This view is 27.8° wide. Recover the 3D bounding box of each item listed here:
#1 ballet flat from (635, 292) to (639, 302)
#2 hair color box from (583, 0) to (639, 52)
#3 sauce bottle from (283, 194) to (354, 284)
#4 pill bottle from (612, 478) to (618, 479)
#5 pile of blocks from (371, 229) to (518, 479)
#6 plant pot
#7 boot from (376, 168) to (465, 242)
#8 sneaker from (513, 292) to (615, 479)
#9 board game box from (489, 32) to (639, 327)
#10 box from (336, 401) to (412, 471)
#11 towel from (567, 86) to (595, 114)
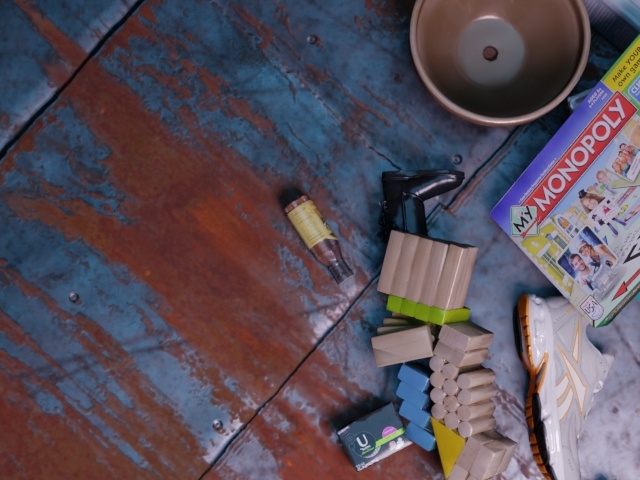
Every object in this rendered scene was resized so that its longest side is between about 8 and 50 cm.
[{"bbox_3d":[0.513,0.100,1.704,0.248,0.086,0.086,41,85,3],"label":"ballet flat"},{"bbox_3d":[0.395,-0.402,1.739,0.374,0.113,0.185,42,85,4],"label":"hair color box"},{"bbox_3d":[0.000,0.000,1.732,0.042,0.042,0.128,-33,87,-3],"label":"sauce bottle"},{"bbox_3d":[0.329,0.407,1.642,0.208,0.119,0.119,-40,85,-4],"label":"pill bottle"},{"bbox_3d":[0.163,0.161,1.688,0.149,0.113,0.362,-11,84,29],"label":"pile of blocks"},{"bbox_3d":[0.233,-0.263,1.725,0.237,0.110,0.237,0,84,1],"label":"plant pot"},{"bbox_3d":[0.134,-0.044,1.733,0.121,0.045,0.099,-2,81,8],"label":"boot"},{"bbox_3d":[0.330,0.194,1.681,0.121,0.099,0.262,-5,84,-5],"label":"sneaker"},{"bbox_3d":[0.383,-0.074,1.625,0.213,0.046,0.317,49,119,23],"label":"board game box"},{"bbox_3d":[0.070,0.257,1.695,0.083,0.052,0.062,-28,84,-1],"label":"box"},{"bbox_3d":[0.416,-0.118,1.713,0.144,0.029,0.197,-17,107,-2],"label":"towel"}]
